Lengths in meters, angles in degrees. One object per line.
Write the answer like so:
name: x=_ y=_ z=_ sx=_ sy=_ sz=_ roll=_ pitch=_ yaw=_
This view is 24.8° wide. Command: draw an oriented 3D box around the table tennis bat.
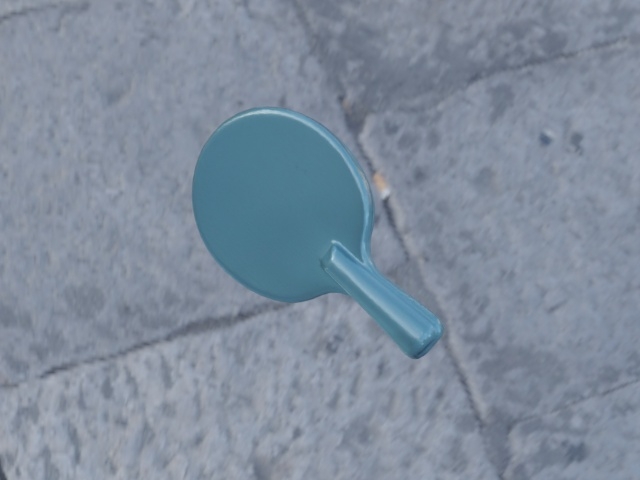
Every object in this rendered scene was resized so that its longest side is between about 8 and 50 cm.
table tennis bat: x=0.000 y=0.000 z=1.120 sx=0.237 sy=0.149 sz=0.038 roll=42 pitch=25 yaw=10
